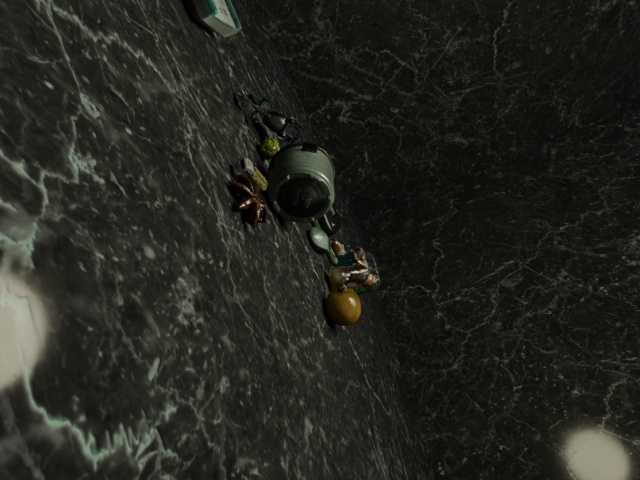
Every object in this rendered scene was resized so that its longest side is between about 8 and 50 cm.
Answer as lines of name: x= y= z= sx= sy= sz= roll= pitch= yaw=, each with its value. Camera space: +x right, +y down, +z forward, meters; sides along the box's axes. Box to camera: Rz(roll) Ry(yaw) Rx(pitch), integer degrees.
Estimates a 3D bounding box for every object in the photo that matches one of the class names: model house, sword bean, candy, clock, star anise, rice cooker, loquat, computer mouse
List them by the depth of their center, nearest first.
star anise: x=-0.192 y=-0.108 z=1.140 sx=0.168 sy=0.057 sz=0.168 roll=-21 pitch=90 yaw=-81
clock: x=-0.399 y=-0.836 z=1.409 sx=0.262 sy=0.116 sz=0.231 roll=66 pitch=16 yaw=-8
rice cooker: x=-0.068 y=-0.204 z=1.466 sx=0.227 sy=0.241 sz=0.280 roll=-91 pitch=-167 yaw=-50
loquat: x=0.088 y=0.252 z=1.609 sx=0.163 sy=0.137 sz=0.163 roll=37 pitch=48 yaw=-56
candy: x=-0.204 y=-0.387 z=1.619 sx=0.073 sy=0.077 sz=0.262 roll=43 pitch=15 yaw=-31
computer mouse: x=0.005 y=-0.002 z=1.871 sx=0.229 sy=0.068 sz=0.113 roll=29 pitch=42 yaw=-73
sword bean: x=0.017 y=-0.002 z=2.015 sx=0.043 sy=0.038 sz=0.269 roll=-109 pitch=173 yaw=-68
model house: x=0.164 y=0.094 z=2.148 sx=0.271 sy=0.190 sz=0.301 roll=-96 pitch=160 yaw=-49

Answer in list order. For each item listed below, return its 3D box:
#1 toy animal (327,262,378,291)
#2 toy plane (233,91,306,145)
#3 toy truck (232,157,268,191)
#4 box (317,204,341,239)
toy animal: x=0.120 y=0.163 z=1.884 sx=0.168 sy=0.233 sz=0.121 roll=-21 pitch=-103 yaw=61
toy plane: x=-0.184 y=-0.463 z=1.624 sx=0.155 sy=0.106 sz=0.381 roll=36 pitch=9 yaw=25
toy truck: x=-0.203 y=-0.186 z=1.215 sx=0.123 sy=0.062 sz=0.052 roll=52 pitch=20 yaw=-57
box: x=0.003 y=-0.191 z=2.167 sx=0.350 sy=0.091 sz=0.359 roll=-54 pitch=120 yaw=-77
